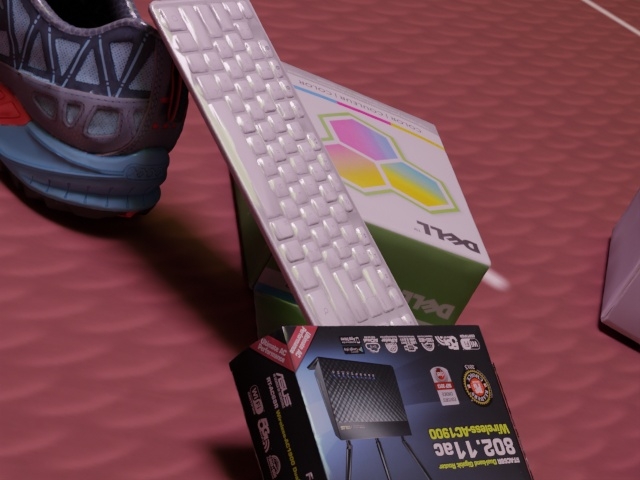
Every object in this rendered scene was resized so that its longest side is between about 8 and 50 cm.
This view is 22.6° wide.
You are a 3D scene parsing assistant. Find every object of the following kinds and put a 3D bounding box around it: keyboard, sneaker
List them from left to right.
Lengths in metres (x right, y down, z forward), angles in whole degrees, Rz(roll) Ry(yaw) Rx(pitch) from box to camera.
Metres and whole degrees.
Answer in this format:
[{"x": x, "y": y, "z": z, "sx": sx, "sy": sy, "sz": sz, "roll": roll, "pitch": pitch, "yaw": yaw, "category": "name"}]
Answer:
[{"x": -0.152, "y": -0.130, "z": 0.809, "sx": 0.262, "sy": 0.125, "sz": 0.104, "roll": 40, "pitch": 27, "yaw": 21, "category": "sneaker"}, {"x": 0.000, "y": 0.000, "z": 0.730, "sx": 0.072, "sy": 0.014, "sz": 0.256, "roll": -14, "pitch": 75, "yaw": -59, "category": "keyboard"}]

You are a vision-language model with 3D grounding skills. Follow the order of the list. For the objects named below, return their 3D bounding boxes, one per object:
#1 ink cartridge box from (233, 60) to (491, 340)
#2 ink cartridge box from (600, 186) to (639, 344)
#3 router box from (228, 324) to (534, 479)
[{"x": 0.019, "y": -0.007, "z": 0.829, "sx": 0.109, "sy": 0.062, "sz": 0.209, "roll": 20, "pitch": 27, "yaw": -19, "category": "ink cartridge box"}, {"x": 0.287, "y": 0.037, "z": 0.984, "sx": 0.212, "sy": 0.093, "sz": 0.154, "roll": 31, "pitch": 25, "yaw": -1, "category": "ink cartridge box"}, {"x": 0.029, "y": 0.083, "z": 0.662, "sx": 0.122, "sy": 0.038, "sz": 0.092, "roll": 2, "pitch": 63, "yaw": -43, "category": "router box"}]
